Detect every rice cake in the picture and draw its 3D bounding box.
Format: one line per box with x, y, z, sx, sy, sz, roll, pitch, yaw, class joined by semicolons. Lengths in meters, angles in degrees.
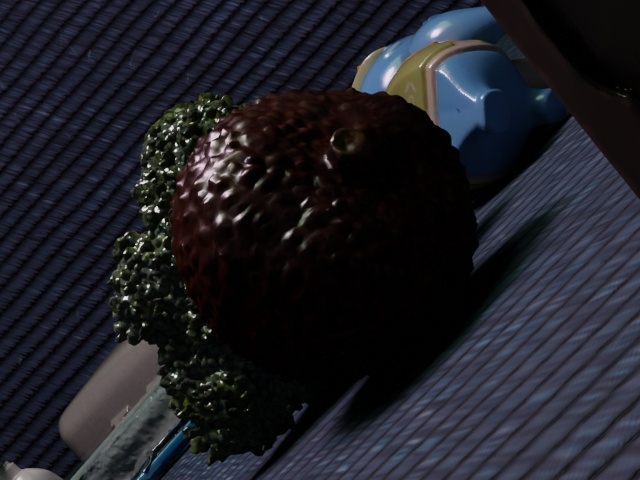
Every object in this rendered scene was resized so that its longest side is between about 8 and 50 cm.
-0.176;0.195;1.887;0.336;0.063;0.066;-46;0;21;rice cake

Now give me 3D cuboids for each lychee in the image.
-0.001;-0.001;1.027;0.194;0.194;0.194;-46;3;3;lychee

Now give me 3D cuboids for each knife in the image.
-0.117;0.173;1.767;0.296;0.026;0.044;-48;-8;-18;knife

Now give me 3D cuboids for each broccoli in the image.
-0.024;0.011;1.301;0.361;0.221;0.252;-64;-18;-81;broccoli

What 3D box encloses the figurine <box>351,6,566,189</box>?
0.115;-0.107;1.399;0.180;0.154;0.262;-38;17;-22;figurine

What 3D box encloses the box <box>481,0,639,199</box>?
0.142;-0.139;0.568;0.215;0.215;0.086;-48;14;-29;box

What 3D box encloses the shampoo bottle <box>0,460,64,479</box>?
-0.256;0.241;1.584;0.045;0.152;0.077;-46;2;21;shampoo bottle

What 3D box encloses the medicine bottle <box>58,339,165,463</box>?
-0.158;0.121;2.070;0.375;0.123;0.282;-45;2;40;medicine bottle
